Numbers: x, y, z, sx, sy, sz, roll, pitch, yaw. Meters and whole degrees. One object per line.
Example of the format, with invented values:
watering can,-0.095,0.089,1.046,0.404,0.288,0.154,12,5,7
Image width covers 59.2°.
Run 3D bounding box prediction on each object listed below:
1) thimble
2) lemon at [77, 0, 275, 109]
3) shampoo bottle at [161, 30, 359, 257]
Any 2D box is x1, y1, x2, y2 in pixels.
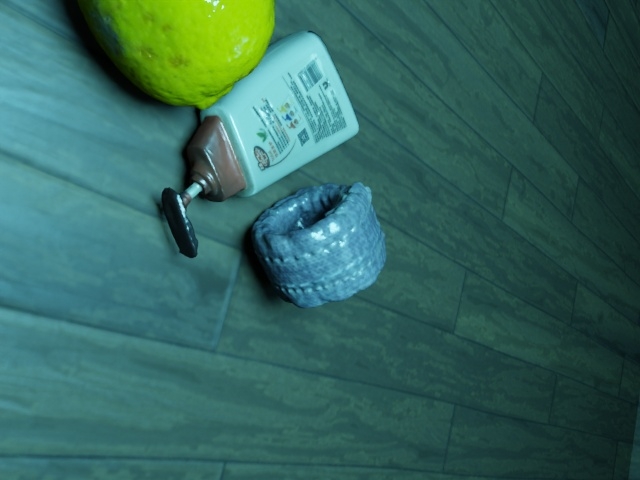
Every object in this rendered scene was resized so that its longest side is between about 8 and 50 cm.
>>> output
thimble,-0.002,0.001,0.652,0.150,0.150,0.098,-41,119,-36
lemon,-0.126,-0.224,0.502,0.170,0.170,0.207,-46,124,-33
shampoo bottle,-0.074,-0.108,0.630,0.284,0.071,0.153,-47,126,-30
